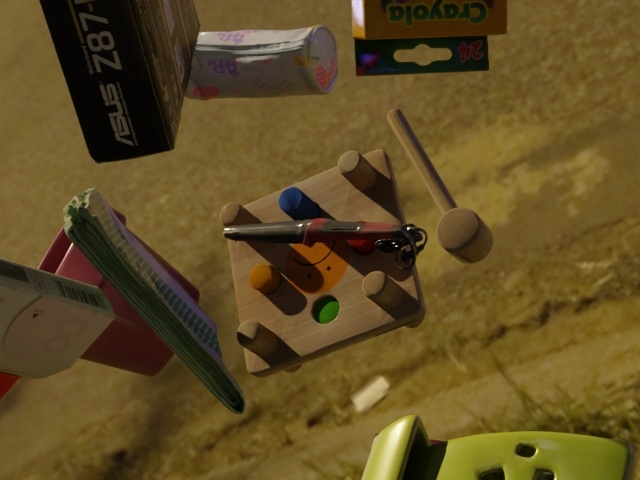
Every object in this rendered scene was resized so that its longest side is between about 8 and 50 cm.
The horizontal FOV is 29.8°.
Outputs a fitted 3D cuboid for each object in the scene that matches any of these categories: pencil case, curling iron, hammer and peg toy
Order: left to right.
[{"bbox_3d":[-0.107,-0.293,1.967,0.273,0.124,0.113,3,63,24],"label":"pencil case"},{"bbox_3d":[0.000,0.000,1.445,0.274,0.068,0.035,3,45,26],"label":"curling iron"},{"bbox_3d":[0.047,0.006,1.575,0.361,0.127,0.265,-23,58,18],"label":"hammer and peg toy"}]

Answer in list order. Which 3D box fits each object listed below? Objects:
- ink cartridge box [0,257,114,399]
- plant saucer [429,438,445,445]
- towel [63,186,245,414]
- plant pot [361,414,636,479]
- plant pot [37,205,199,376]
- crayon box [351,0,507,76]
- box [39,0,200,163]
[{"bbox_3d":[-0.364,0.122,1.291,0.232,0.189,0.066,-50,50,16],"label":"ink cartridge box"},{"bbox_3d":[0.236,0.403,2.019,0.037,0.200,0.200,-66,22,15],"label":"plant saucer"},{"bbox_3d":[-0.174,0.047,1.240,0.038,0.248,0.325,-41,11,-4],"label":"towel"},{"bbox_3d":[0.128,0.275,0.964,0.207,0.227,0.228,11,65,19],"label":"plant pot"},{"bbox_3d":[-0.259,0.073,1.499,0.201,0.180,0.201,-51,20,26],"label":"plant pot"},{"bbox_3d":[0.145,-0.381,1.613,0.202,0.318,0.081,-5,11,-10],"label":"crayon box"},{"bbox_3d":[-0.218,-0.324,1.203,0.097,0.394,0.318,-9,34,7],"label":"box"}]
